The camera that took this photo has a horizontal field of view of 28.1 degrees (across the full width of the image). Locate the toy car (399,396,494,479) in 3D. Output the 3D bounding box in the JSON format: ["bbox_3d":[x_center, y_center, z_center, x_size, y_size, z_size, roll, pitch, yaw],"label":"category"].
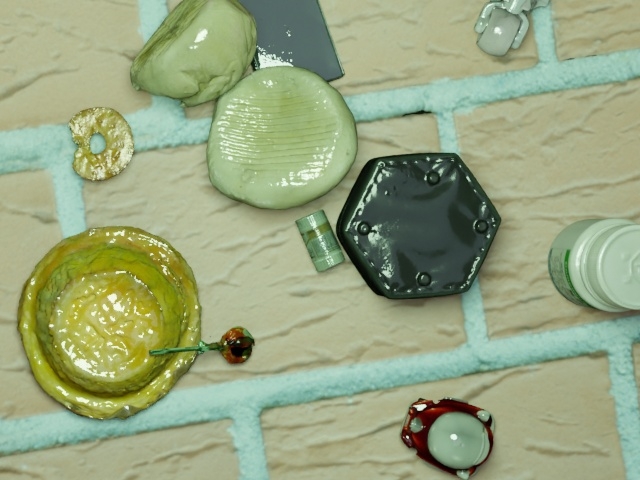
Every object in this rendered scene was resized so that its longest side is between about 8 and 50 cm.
[{"bbox_3d":[0.191,0.289,1.869,0.139,0.112,0.112,19,89,-4],"label":"toy car"}]

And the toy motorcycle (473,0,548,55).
[{"bbox_3d":[0.300,-0.392,1.875,0.112,0.112,0.254,23,88,-4],"label":"toy motorcycle"}]

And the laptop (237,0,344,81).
[{"bbox_3d":[-0.052,-0.308,1.898,0.129,0.016,0.180,-19,92,-4],"label":"laptop"}]

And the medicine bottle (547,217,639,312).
[{"bbox_3d":[0.418,0.035,1.822,0.139,0.237,0.139,0,91,-6],"label":"medicine bottle"}]

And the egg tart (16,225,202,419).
[{"bbox_3d":[-0.305,0.120,1.838,0.288,0.118,0.288,0,95,-5],"label":"egg tart"}]

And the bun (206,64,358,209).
[{"bbox_3d":[-0.052,-0.140,1.840,0.231,0.133,0.231,-4,72,13],"label":"bun"}]

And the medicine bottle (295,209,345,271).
[{"bbox_3d":[0.000,0.000,1.888,0.047,0.047,0.083,-24,92,-3],"label":"medicine bottle"}]

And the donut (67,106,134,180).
[{"bbox_3d":[-0.319,-0.140,1.867,0.097,0.043,0.108,0,89,-3],"label":"donut"}]

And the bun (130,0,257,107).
[{"bbox_3d":[-0.173,-0.260,1.812,0.193,0.178,0.128,-46,114,4],"label":"bun"}]

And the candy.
[{"bbox_3d":[-0.171,0.155,1.836,0.185,0.049,0.055,-1,93,-42],"label":"candy"}]

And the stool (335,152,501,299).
[{"bbox_3d":[0.138,-0.022,1.849,0.232,0.141,0.232,0,90,-3],"label":"stool"}]
